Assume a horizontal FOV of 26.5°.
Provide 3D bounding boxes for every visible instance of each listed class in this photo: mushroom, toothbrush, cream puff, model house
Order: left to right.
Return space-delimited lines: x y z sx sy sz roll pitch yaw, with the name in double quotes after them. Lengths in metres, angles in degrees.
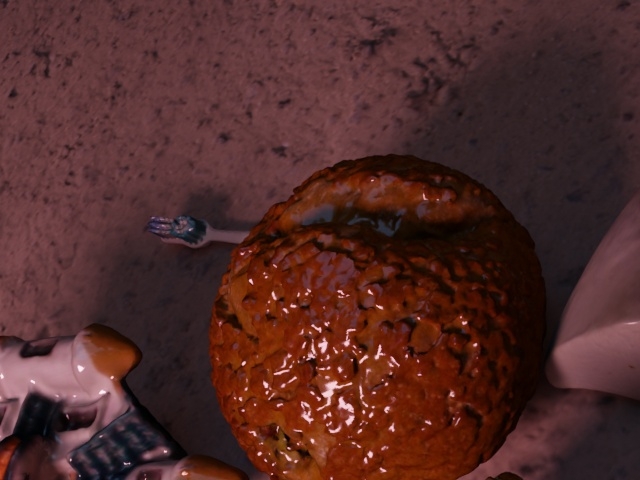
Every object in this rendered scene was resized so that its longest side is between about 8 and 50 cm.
-0.210 0.195 1.142 0.301 0.190 0.271 -11 43 23 "model house"
0.003 0.002 1.323 0.418 0.040 0.042 5 76 32 "toothbrush"
0.035 0.055 1.104 0.303 0.212 0.303 -23 35 17 "cream puff"
0.317 -0.054 1.101 0.177 0.126 0.397 2 54 46 "mushroom"

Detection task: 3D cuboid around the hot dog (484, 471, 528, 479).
0.095 0.230 0.841 0.153 0.257 0.150 -27 77 38 "hot dog"
